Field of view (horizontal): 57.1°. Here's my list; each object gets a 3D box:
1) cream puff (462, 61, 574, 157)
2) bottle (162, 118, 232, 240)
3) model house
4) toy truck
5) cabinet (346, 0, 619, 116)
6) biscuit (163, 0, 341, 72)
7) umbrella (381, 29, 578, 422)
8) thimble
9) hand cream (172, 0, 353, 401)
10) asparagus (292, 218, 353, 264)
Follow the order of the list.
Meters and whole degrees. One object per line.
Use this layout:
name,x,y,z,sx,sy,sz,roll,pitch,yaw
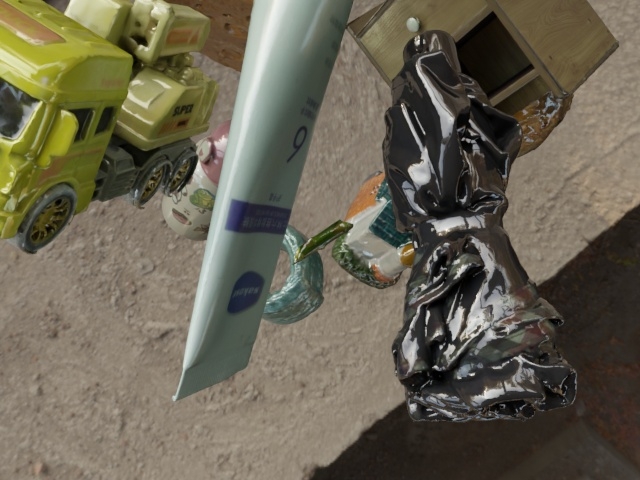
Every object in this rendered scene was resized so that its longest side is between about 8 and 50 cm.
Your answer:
cream puff,0.250,-0.222,0.866,0.240,0.164,0.240,13,146,9
bottle,-0.159,-0.096,0.914,0.120,0.120,0.253,35,145,-11
model house,0.195,-0.052,1.354,0.190,0.271,0.301,34,150,-12
toy truck,-0.164,-0.107,0.424,0.124,0.272,0.157,31,110,3
cabinet,0.168,-0.227,0.654,0.215,0.148,0.175,52,147,-4
biscuit,-0.152,-0.454,1.275,0.385,0.365,0.062,19,80,-13
umbrella,0.091,-0.021,0.389,0.122,0.272,0.110,11,157,-38
thimble,-0.094,0.065,1.223,0.235,0.143,0.198,37,87,27
hand cream,-0.041,-0.053,0.414,0.067,0.109,0.321,16,95,16
asparagus,0.000,0.001,0.835,0.108,0.025,0.021,-33,72,-20
